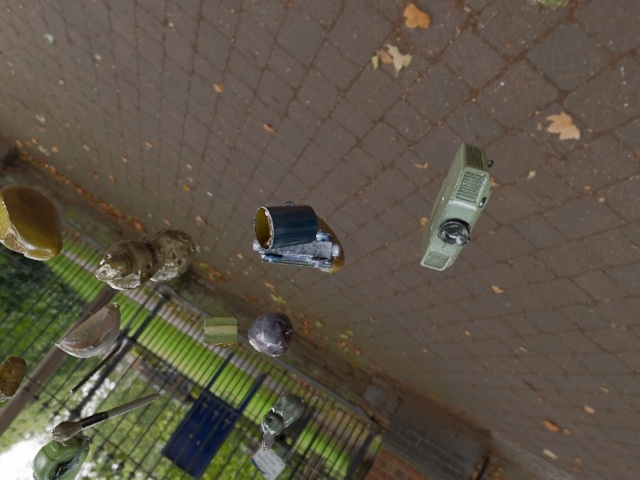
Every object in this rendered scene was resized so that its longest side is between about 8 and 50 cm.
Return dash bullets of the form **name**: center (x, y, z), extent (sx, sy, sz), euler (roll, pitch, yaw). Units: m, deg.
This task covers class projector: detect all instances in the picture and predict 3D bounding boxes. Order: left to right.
- **projector**: center (0.307, -0.064, 1.160), extent (0.088, 0.193, 0.269), euler (18, 125, 2)

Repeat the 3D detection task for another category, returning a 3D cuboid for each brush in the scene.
- **brush**: center (-0.539, 0.441, 1.311), extent (0.042, 0.039, 0.299), euler (37, -153, 27)

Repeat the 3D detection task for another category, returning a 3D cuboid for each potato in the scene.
- **potato**: center (-0.562, 0.248, 0.917), extent (0.040, 0.083, 0.051), euler (-1, 140, 18)

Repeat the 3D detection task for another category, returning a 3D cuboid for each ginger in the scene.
- **ginger**: center (-0.564, 0.067, 1.631), extent (0.256, 0.375, 0.176), euler (-15, 95, 25)

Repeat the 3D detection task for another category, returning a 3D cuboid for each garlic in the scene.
- **garlic**: center (-0.647, 0.272, 1.474), extent (0.101, 0.195, 0.087), euler (52, 168, -6)

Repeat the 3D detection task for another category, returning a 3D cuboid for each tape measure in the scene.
- **tape measure**: center (-0.872, 0.744, 1.720), extent (0.106, 0.200, 0.175), euler (36, -176, 30)

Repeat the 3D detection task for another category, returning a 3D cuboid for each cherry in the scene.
- **cherry**: center (-0.207, 0.387, 2.139), extent (0.195, 0.195, 0.195), euler (31, 160, 13)

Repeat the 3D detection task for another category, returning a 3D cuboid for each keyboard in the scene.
- **keyboard**: center (-0.546, 0.315, 1.246), extent (0.010, 0.155, 0.053), euler (44, 141, -4)

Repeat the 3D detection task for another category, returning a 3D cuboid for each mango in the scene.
- **mango**: center (-0.770, -0.044, 1.347), extent (0.167, 0.130, 0.262), euler (4, -144, -46)

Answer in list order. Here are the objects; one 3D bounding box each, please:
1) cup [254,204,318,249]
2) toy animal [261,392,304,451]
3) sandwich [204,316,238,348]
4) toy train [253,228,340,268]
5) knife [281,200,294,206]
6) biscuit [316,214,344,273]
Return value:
- **cup**: center (-0.098, -0.048, 1.376), extent (0.150, 0.138, 0.113), euler (48, 135, 44)
- **toy animal**: center (-0.171, 0.726, 2.058), extent (0.125, 0.251, 0.127), euler (27, 130, 18)
- **sandwich**: center (-0.429, 0.403, 2.202), extent (0.144, 0.117, 0.187), euler (1, 158, -13)
- **toy train**: center (-0.080, 0.025, 1.805), extent (0.300, 0.131, 0.202), euler (6, 174, 1)
- **knife**: center (-0.167, -0.072, 1.933), extent (0.021, 0.222, 0.045), euler (-5, -130, -50)
- **biscuit**: center (0.000, 0.000, 2.146), extent (0.296, 0.102, 0.296), euler (48, -161, -22)
